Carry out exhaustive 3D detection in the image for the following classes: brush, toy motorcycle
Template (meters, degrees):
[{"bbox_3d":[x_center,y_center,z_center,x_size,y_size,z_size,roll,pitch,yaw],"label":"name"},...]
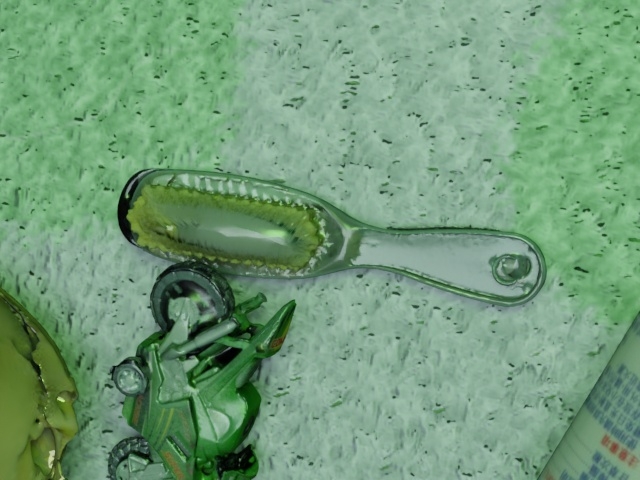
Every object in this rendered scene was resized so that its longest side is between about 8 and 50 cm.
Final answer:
[{"bbox_3d":[0.000,0.000,0.993,0.297,0.060,0.068,8,96,10],"label":"brush"},{"bbox_3d":[-0.082,0.108,1.012,0.106,0.074,0.190,22,113,12],"label":"toy motorcycle"}]

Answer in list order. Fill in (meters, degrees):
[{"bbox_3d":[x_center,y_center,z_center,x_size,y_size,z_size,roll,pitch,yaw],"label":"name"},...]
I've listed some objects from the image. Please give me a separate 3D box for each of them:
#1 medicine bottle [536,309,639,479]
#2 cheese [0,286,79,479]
[{"bbox_3d":[0.177,0.207,0.947,0.130,0.130,0.341,31,100,6],"label":"medicine bottle"},{"bbox_3d":[-0.312,0.106,1.037,0.316,0.128,0.259,12,106,15],"label":"cheese"}]
